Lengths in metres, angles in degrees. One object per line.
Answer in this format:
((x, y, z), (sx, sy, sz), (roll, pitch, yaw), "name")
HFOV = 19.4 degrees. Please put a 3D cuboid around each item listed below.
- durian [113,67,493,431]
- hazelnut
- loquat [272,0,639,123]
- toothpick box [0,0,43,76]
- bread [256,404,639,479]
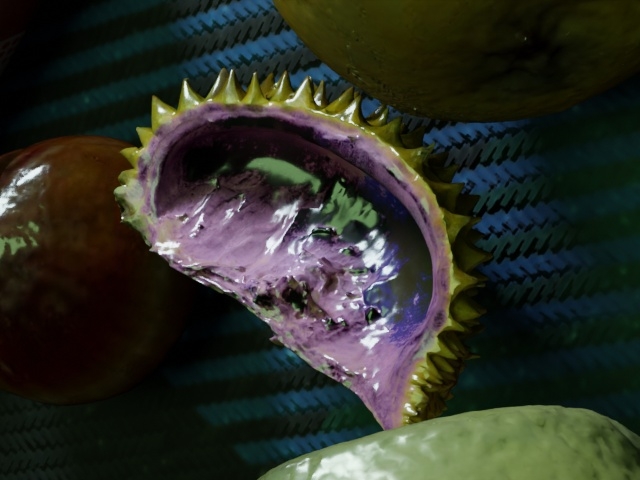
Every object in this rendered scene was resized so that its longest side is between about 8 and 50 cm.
((0.009, -0.011, 1.096), (0.260, 0.186, 0.154), (32, 97, 18), "durian")
((-0.179, 0.024, 1.247), (0.204, 0.178, 0.178), (-14, 81, 37), "hazelnut")
((0.083, -0.186, 0.988), (0.263, 0.263, 0.263), (-1, 89, 38), "loquat")
((-0.317, -0.163, 1.335), (0.204, 0.204, 0.333), (48, 117, 28), "toothpick box")
((0.064, 0.235, 0.958), (0.320, 0.320, 0.237), (-32, 60, 33), "bread")
